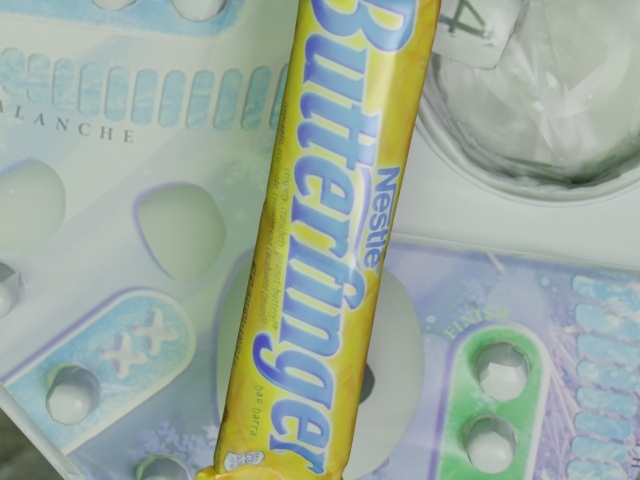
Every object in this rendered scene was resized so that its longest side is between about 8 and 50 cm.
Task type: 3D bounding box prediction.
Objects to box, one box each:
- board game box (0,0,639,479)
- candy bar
[{"bbox_3d":[0.061,-0.048,0.375,0.390,0.050,0.390,-36,101,16],"label":"board game box"},{"bbox_3d":[0.000,0.000,0.362,0.040,0.018,0.161,12,110,2],"label":"candy bar"}]
